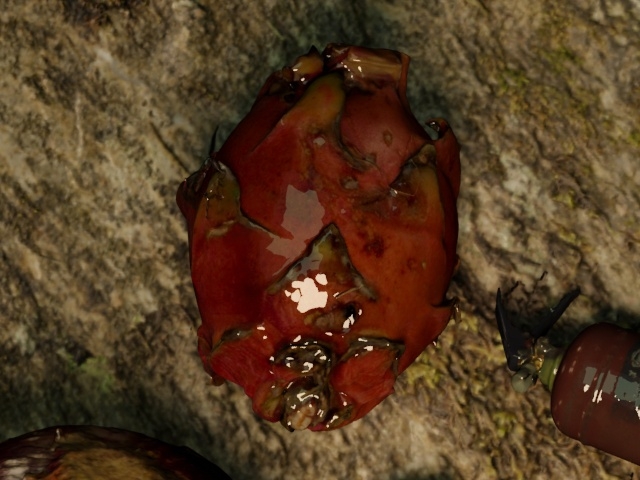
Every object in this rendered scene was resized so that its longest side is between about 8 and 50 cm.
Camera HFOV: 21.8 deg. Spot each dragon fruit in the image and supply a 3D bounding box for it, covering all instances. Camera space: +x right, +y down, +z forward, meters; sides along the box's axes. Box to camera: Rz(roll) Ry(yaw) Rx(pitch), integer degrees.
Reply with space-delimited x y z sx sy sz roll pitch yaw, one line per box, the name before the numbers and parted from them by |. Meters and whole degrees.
dragon fruit | 0.000 -0.004 1.384 0.250 0.250 0.315 -10 89 12

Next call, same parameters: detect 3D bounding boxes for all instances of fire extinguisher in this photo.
fire extinguisher | 0.283 0.124 1.343 0.344 0.102 0.138 22 48 21

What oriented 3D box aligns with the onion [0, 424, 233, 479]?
onion | -0.181 0.342 1.311 0.347 0.348 0.385 19 113 19
